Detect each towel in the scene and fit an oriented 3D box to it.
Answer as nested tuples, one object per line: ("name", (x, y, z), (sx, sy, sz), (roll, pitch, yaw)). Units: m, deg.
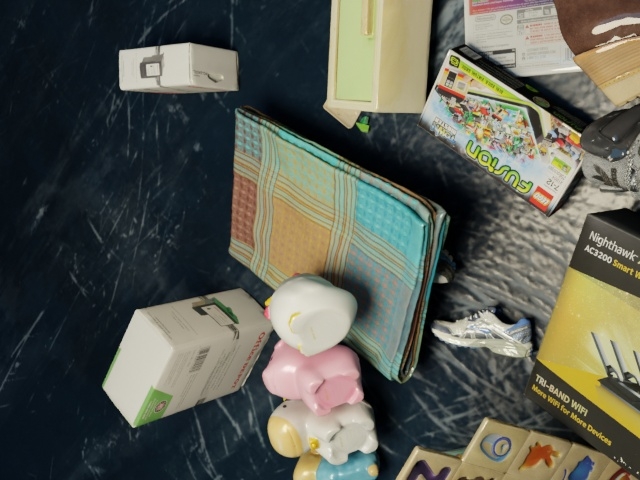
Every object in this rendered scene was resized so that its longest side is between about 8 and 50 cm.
("towel", (0.000, 0.000, 1.099), (0.370, 0.040, 0.271), (33, 131, 35))

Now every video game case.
("video game case", (0.263, -0.286, 0.943), (0.201, 0.023, 0.183), (3, 100, 36))

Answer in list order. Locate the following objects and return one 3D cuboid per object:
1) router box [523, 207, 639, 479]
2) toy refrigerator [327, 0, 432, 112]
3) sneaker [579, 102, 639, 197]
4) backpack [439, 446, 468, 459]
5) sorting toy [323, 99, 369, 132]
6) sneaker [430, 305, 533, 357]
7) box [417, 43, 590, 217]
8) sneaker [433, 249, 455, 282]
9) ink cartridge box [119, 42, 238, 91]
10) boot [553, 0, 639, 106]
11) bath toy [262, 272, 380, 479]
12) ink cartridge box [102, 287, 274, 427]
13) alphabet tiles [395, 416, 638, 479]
("router box", (0.382, 0.138, 0.834), (0.309, 0.081, 0.243), (35, 122, 44))
("toy refrigerator", (0.073, -0.299, 1.013), (0.102, 0.094, 0.269), (18, 108, 50))
("sneaker", (0.334, -0.051, 0.816), (0.153, 0.268, 0.101), (0, 136, 42))
("backpack", (0.160, 0.352, 1.020), (0.144, 0.188, 0.166), (54, 125, 29))
("sorting toy", (0.044, -0.188, 1.117), (0.083, 0.012, 0.062), (43, 119, 22))
("sneaker", (0.209, 0.110, 1.037), (0.135, 0.052, 0.058), (8, 93, 26))
("box", (0.223, -0.133, 0.969), (0.207, 0.036, 0.114), (39, 132, 22))
("sneaker", (0.099, 0.038, 1.092), (0.191, 0.071, 0.083), (17, 114, 41))
("ink cartridge box", (-0.214, -0.259, 1.226), (0.150, 0.109, 0.063), (4, 97, 34))
("boot", (0.354, -0.278, 0.819), (0.248, 0.090, 0.207), (-29, 88, 29))
("bath toy", (-0.010, 0.186, 1.092), (0.129, 0.151, 0.348), (-116, 15, -56))
("ink cartridge box", (-0.195, 0.171, 1.221), (0.092, 0.219, 0.160), (42, 118, 25))
("alphabet tiles", (0.216, 0.343, 0.927), (0.285, 0.343, 0.011), (-64, 20, 17))
